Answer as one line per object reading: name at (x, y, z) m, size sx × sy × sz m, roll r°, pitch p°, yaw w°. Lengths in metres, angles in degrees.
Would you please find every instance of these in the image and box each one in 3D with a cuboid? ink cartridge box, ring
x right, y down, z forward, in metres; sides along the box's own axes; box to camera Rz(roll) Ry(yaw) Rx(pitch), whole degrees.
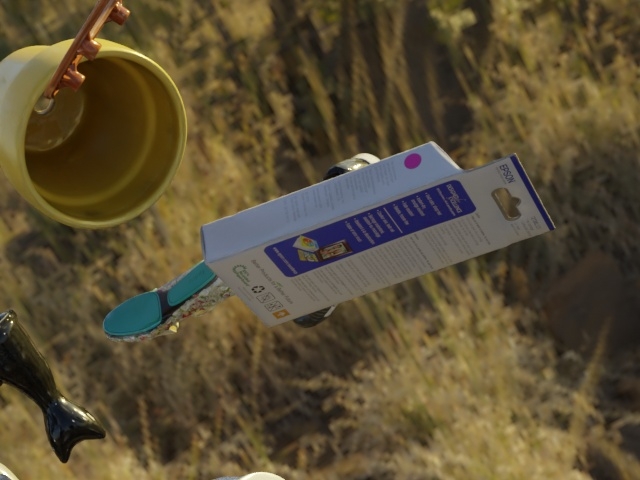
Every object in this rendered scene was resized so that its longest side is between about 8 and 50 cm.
ink cartridge box at (0.066, -0.013, 1.768) m, size 0.371 × 0.176 × 0.069 m, roll -18°, pitch 56°, yaw 15°
ring at (-0.209, -0.295, 1.745) m, size 0.336 × 0.032 × 0.336 m, roll -55°, pitch 10°, yaw 14°

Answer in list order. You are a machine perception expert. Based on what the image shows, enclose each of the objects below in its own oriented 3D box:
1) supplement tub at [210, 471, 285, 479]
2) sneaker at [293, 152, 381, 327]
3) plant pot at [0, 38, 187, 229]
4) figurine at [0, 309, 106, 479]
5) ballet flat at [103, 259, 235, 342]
supplement tub at (-0.111, 0.317, 1.523) m, size 0.199 × 0.144 × 0.144 m, roll -32°, pitch 21°, yaw 37°
sneaker at (0.000, 0.000, 1.914) m, size 0.078 × 0.234 × 0.106 m, roll 29°, pitch 14°, yaw 25°
plant pot at (-0.350, -0.169, 2.156) m, size 0.254 × 0.254 × 0.239 m, roll -38°, pitch 36°, yaw -16°
figurine at (-0.421, 0.236, 2.023) m, size 0.215 × 0.209 × 0.092 m, roll -38°, pitch 11°, yaw 1°
ballet flat at (-0.227, 0.107, 2.426) m, size 0.241 × 0.077 × 0.091 m, roll -27°, pitch 48°, yaw 20°
